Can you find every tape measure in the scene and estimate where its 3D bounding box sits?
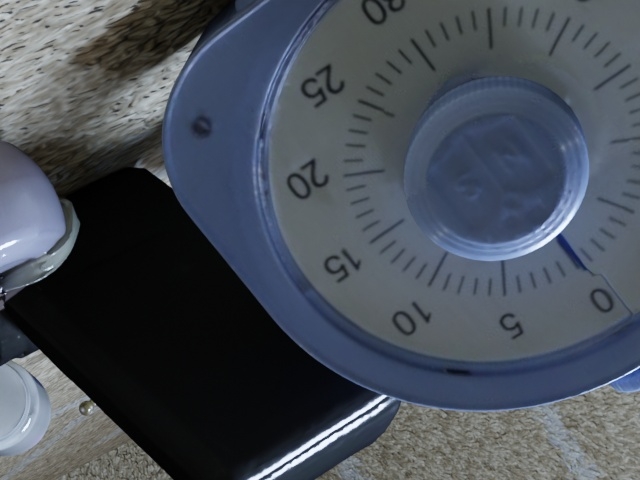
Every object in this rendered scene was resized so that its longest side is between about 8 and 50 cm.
[{"bbox_3d":[-0.254,0.019,1.010,0.196,0.105,0.178,-31,173,-2],"label":"tape measure"}]

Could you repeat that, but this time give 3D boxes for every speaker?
[{"bbox_3d":[-0.121,0.098,1.228,0.180,0.388,0.184,-29,135,-30],"label":"speaker"}]

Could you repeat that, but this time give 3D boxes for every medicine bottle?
[{"bbox_3d":[-0.356,0.182,1.701,0.103,0.102,0.186,-32,173,-8],"label":"medicine bottle"}]

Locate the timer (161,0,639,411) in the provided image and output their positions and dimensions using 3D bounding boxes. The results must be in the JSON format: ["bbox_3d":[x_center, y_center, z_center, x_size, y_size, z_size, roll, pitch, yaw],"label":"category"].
[{"bbox_3d":[0.121,-0.057,1.010,0.395,0.395,0.173,-35,-167,14],"label":"timer"}]

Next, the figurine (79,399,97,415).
[{"bbox_3d":[-0.158,0.127,1.965,0.387,0.166,0.207,-29,156,-54],"label":"figurine"}]
